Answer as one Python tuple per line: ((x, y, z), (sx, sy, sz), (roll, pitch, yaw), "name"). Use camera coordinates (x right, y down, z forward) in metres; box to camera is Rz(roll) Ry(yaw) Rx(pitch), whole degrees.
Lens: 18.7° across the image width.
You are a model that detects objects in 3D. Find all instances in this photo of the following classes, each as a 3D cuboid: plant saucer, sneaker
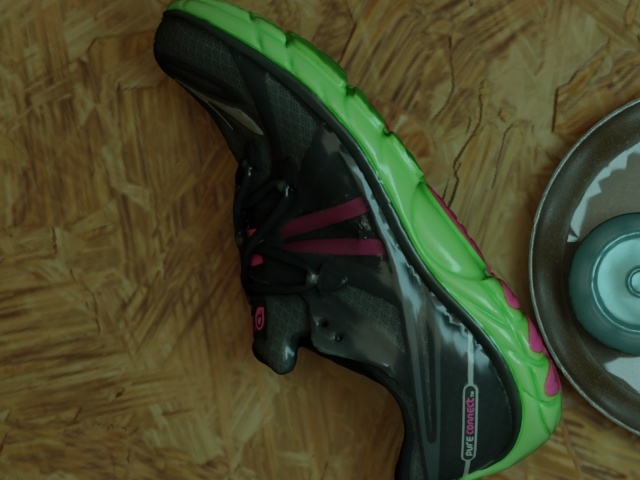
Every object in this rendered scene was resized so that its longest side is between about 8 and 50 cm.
((0.331, 0.023, 1.635), (0.310, 0.050, 0.310), (0, 86, 5), "plant saucer")
((0.265, 0.035, 1.604), (0.119, 0.021, 0.119), (0, 85, 5), "plant saucer")
((0.000, 0.000, 1.596), (0.202, 0.185, 0.483), (-36, 81, 0), "sneaker")
